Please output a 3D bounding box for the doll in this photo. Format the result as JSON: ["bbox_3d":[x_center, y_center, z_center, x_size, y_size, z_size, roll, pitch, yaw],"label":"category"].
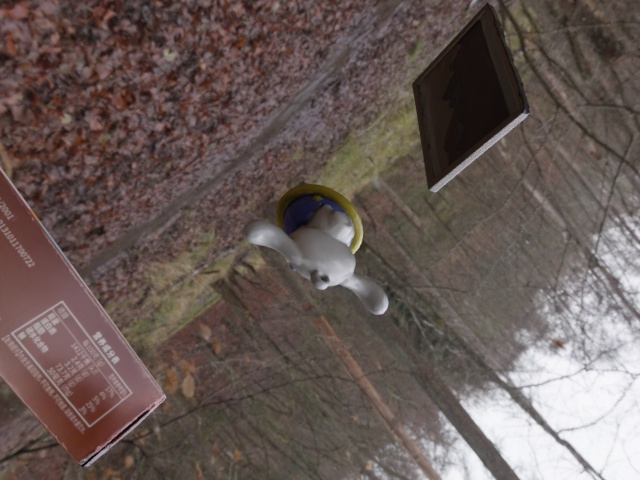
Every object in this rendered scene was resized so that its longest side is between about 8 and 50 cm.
[{"bbox_3d":[0.029,0.006,0.923,0.160,0.311,0.242,-50,-176,11],"label":"doll"}]

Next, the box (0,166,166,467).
[{"bbox_3d":[-0.405,0.058,0.612,0.122,0.386,0.344,-38,-156,-29],"label":"box"}]

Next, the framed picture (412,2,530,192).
[{"bbox_3d":[0.226,-0.232,0.743,0.192,0.018,0.266,-43,-144,45],"label":"framed picture"}]
